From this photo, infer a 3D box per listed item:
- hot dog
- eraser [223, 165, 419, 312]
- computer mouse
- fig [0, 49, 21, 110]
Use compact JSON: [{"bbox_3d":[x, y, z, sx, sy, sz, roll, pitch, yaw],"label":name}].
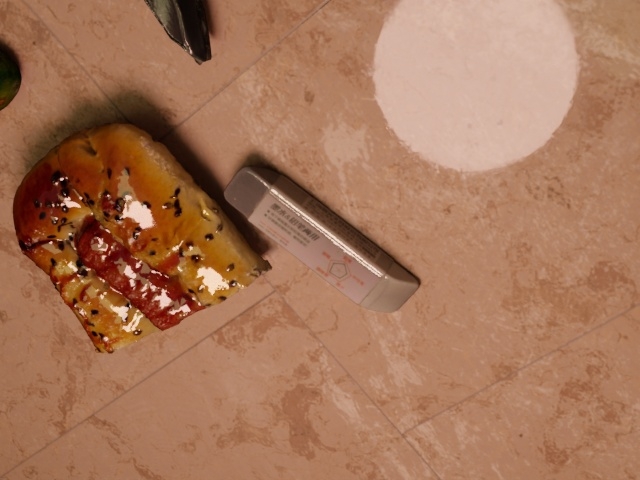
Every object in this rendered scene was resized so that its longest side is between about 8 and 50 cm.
[{"bbox_3d":[-0.331,-0.016,2.112,0.367,0.196,0.365,-28,101,28],"label":"hot dog"},{"bbox_3d":[0.000,0.000,2.064,0.352,0.061,0.089,38,125,-2],"label":"eraser"},{"bbox_3d":[-0.216,-0.363,1.924,0.062,0.106,0.192,-31,97,19],"label":"computer mouse"},{"bbox_3d":[-0.589,-0.295,2.112,0.177,0.117,0.117,49,123,3],"label":"fig"}]
